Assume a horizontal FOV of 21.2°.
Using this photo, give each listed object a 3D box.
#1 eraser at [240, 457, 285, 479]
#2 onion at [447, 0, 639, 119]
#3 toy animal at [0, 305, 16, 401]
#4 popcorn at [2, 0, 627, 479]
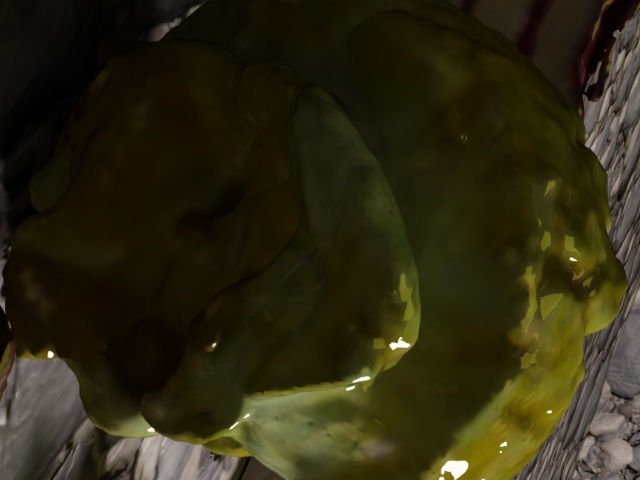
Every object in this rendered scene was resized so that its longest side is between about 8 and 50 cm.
[{"bbox_3d":[-0.026,0.142,1.029,0.019,0.038,0.083,60,53,-75],"label":"eraser"},{"bbox_3d":[0.095,-0.124,0.966,0.280,0.146,0.314,176,-65,-81],"label":"onion"},{"bbox_3d":[-0.183,0.112,0.422,0.260,0.087,0.243,-67,165,-1],"label":"toy animal"},{"bbox_3d":[0.000,0.000,0.634,0.184,0.221,0.204,27,74,-51],"label":"popcorn"}]
